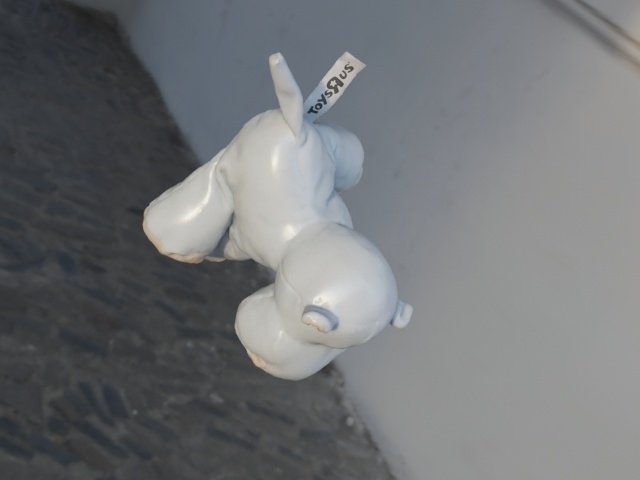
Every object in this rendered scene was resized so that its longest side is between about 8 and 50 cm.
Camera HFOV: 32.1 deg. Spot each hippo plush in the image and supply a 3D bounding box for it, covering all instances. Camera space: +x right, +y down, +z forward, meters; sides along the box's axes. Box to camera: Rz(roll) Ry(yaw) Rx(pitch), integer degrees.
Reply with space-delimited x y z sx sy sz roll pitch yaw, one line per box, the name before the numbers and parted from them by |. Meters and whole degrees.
hippo plush | 0.000 0.000 1.094 0.234 0.294 0.237 -11 65 -51
